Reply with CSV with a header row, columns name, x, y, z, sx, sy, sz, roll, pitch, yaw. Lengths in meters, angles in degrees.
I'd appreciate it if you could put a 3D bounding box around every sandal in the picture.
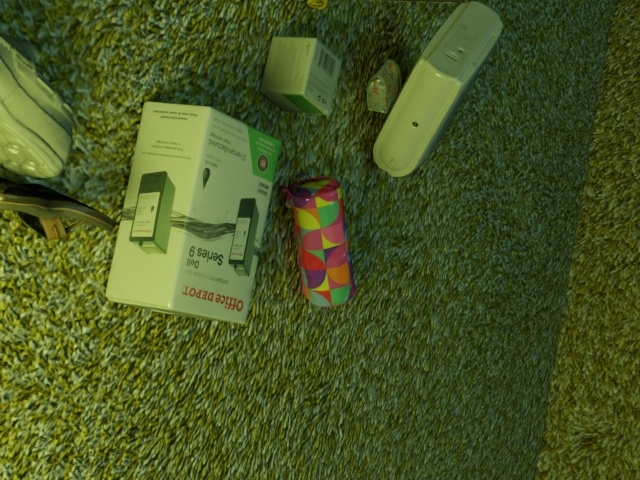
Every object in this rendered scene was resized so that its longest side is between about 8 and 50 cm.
name,x,y,z,sx,sy,sz,roll,pitch,yaw
sandal,-0.344,-0.031,1.522,0.219,0.090,0.060,11,103,-63

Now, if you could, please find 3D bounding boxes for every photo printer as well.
name,x,y,z,sx,sy,sz,roll,pitch,yaw
photo printer,0.215,-0.278,2.342,0.256,0.107,0.307,-54,174,-41

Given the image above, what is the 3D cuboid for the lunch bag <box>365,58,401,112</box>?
name,x,y,z,sx,sy,sz,roll,pitch,yaw
lunch bag,0.119,-0.297,2.335,0.071,0.053,0.083,-55,152,-41

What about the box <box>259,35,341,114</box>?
name,x,y,z,sx,sy,sz,roll,pitch,yaw
box,-0.032,-0.272,2.027,0.101,0.087,0.102,31,70,-59

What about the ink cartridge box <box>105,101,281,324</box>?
name,x,y,z,sx,sy,sz,roll,pitch,yaw
ink cartridge box,-0.179,-0.033,1.778,0.211,0.121,0.289,19,80,-60

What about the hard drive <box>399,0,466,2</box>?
name,x,y,z,sx,sy,sz,roll,pitch,yaw
hard drive,0.153,-0.559,2.005,0.064,0.237,0.339,21,77,-61

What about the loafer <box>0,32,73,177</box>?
name,x,y,z,sx,sy,sz,roll,pitch,yaw
loafer,-0.378,-0.193,1.404,0.319,0.112,0.111,64,37,-57

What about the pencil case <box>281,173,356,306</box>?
name,x,y,z,sx,sy,sz,roll,pitch,yaw
pencil case,0.000,0.000,2.145,0.104,0.104,0.236,-45,132,-49

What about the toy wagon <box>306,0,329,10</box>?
name,x,y,z,sx,sy,sz,roll,pitch,yaw
toy wagon,0.036,-0.567,2.105,0.267,0.068,0.344,1,95,-61
